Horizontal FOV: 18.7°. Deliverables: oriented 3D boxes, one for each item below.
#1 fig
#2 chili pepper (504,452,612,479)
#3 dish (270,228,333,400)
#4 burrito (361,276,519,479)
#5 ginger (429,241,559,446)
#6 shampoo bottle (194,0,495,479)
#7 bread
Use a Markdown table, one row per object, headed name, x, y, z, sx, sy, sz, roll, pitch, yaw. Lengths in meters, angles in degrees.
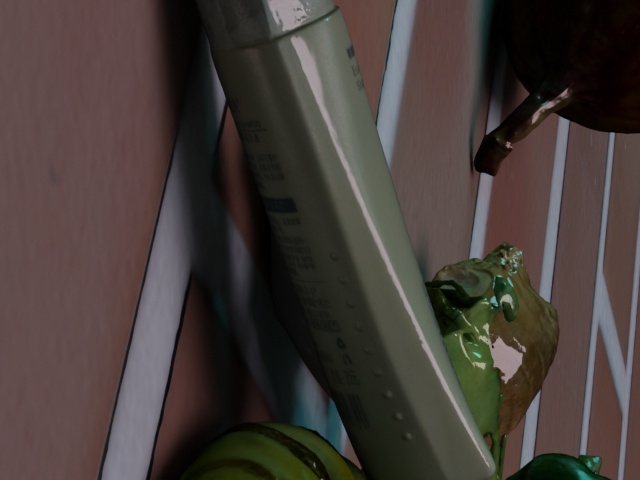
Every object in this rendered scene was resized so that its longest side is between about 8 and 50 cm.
| name | x | y | z | sx | sy | sz | roll | pitch | yaw |
| --- | --- | --- | --- | --- | --- | --- | --- | --- | --- |
| fig | 0.178 | -0.138 | 1.219 | 0.202 | 0.148 | 0.149 | -4 | 67 | -52 |
| chili pepper | 0.117 | 0.220 | 1.087 | 0.270 | 0.099 | 0.136 | -65 | 142 | -46 |
| dish | 0.000 | 0.000 | 0.790 | 0.091 | 0.039 | 0.137 | -66 | 154 | -53 |
| burrito | 0.043 | 0.121 | 0.859 | 0.104 | 0.054 | 0.288 | -109 | -163 | -49 |
| ginger | 0.071 | 0.069 | 0.998 | 0.165 | 0.067 | 0.096 | -36 | 126 | -54 |
| shampoo bottle | 0.008 | -0.008 | 0.704 | 0.072 | 0.049 | 0.212 | -140 | -150 | -73 |
| bread | -0.012 | 0.133 | 0.704 | 0.130 | 0.071 | 0.139 | -38 | 126 | -64 |
